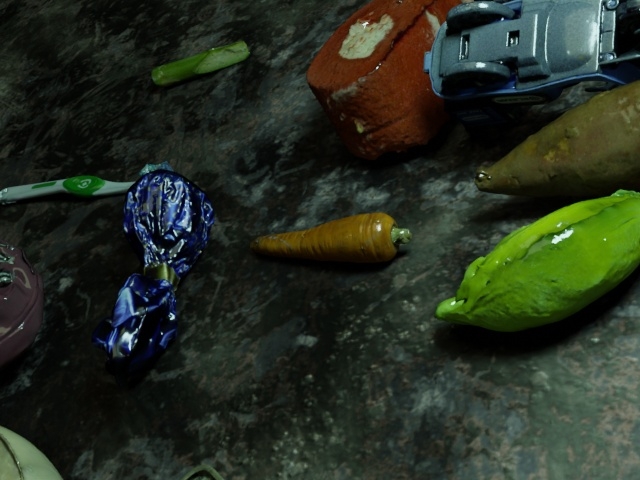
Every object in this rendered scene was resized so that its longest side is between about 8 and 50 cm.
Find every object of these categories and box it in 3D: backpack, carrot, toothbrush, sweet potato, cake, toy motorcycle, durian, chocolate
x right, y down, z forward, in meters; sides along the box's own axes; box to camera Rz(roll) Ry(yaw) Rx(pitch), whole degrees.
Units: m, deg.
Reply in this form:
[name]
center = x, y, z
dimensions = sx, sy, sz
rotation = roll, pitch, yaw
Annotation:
[backpack]
center = -0.524, 0.116, 1.551
dimensions = 0.317, 0.197, 0.283
rotation = -32, 33, -4
[carrot]
center = 0.000, 0.000, 1.441
dimensions = 0.256, 0.061, 0.061
rotation = -3, 43, 37
[toothbrush]
center = -0.384, -0.084, 1.851
dimensions = 0.418, 0.040, 0.042
rotation = -5, 42, 38
[sweet potato]
center = 0.331, -0.108, 1.275
dimensions = 0.336, 0.131, 0.131
rotation = -21, 36, 15
[cake]
center = 0.104, -0.239, 1.591
dimensions = 0.177, 0.151, 0.283
rotation = -7, 39, 48
[toy motorcycle]
center = 0.296, -0.218, 1.372
dimensions = 0.358, 0.212, 0.125
rotation = -3, 73, 36
[durian]
center = 0.238, 0.029, 1.197
dimensions = 0.250, 0.101, 0.139
rotation = -32, -1, -2
[chocolate]
center = -0.218, 0.062, 1.480
dimensions = 0.148, 0.126, 0.343
rotation = -56, 20, 38

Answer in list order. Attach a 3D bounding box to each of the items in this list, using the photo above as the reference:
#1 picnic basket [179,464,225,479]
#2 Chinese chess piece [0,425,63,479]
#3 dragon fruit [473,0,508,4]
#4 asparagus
[picnic basket]
center = -0.075, 0.335, 0.998
dimensions = 0.165, 0.139, 0.266
rotation = -41, 35, -15
[Chinese chess piece]
center = -0.414, 0.341, 1.187
dimensions = 0.338, 0.140, 0.338
rotation = -12, 48, 14
[dragon fruit]
center = 0.305, -0.346, 1.572
dimensions = 0.172, 0.160, 0.166
rotation = -33, 11, -4
[asparagus]
center = -0.207, -0.304, 1.989
dimensions = 0.178, 0.045, 0.041
rotation = -15, 70, 21
